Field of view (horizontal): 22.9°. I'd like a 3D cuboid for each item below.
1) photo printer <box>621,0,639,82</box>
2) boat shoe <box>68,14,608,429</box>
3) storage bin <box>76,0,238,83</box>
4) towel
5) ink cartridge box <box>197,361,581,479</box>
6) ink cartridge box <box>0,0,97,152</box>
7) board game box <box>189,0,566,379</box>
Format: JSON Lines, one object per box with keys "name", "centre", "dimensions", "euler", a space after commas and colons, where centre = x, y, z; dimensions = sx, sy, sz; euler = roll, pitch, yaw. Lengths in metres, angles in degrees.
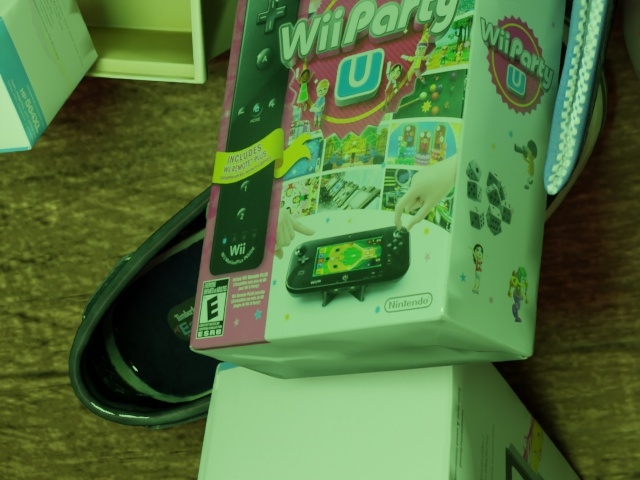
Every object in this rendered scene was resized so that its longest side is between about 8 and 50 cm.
{"name": "photo printer", "centre": [0.342, -0.130, 0.976], "dimensions": [0.307, 0.256, 0.107], "euler": [7, 69, 18]}
{"name": "boat shoe", "centre": [0.000, 0.000, 1.199], "dimensions": [0.500, 0.156, 0.187], "euler": [-33, 92, 26]}
{"name": "storage bin", "centre": [-0.189, -0.268, 1.195], "dimensions": [0.260, 0.123, 0.262], "euler": [6, 110, 19]}
{"name": "towel", "centre": [0.169, -0.207, 0.944], "dimensions": [0.040, 0.336, 0.243], "euler": [10, 121, 10]}
{"name": "ink cartridge box", "centre": [0.061, 0.220, 1.162], "dimensions": [0.198, 0.197, 0.270], "euler": [-14, 139, 24]}
{"name": "ink cartridge box", "centre": [-0.228, -0.135, 1.118], "dimensions": [0.092, 0.143, 0.090], "euler": [-4, 124, 22]}
{"name": "board game box", "centre": [0.038, -0.074, 1.014], "dimensions": [0.224, 0.097, 0.303], "euler": [-10, 65, 43]}
